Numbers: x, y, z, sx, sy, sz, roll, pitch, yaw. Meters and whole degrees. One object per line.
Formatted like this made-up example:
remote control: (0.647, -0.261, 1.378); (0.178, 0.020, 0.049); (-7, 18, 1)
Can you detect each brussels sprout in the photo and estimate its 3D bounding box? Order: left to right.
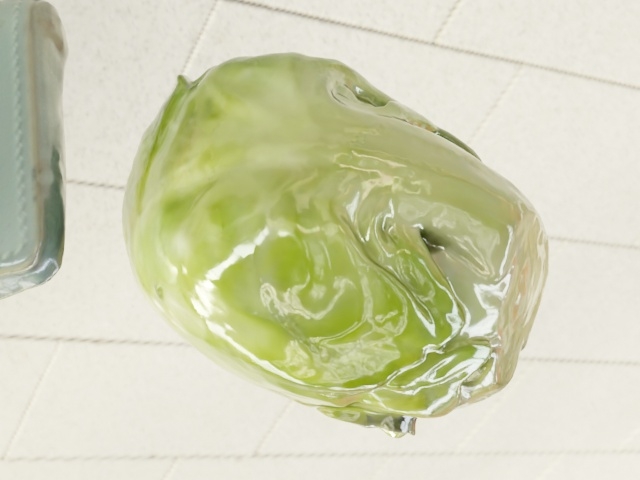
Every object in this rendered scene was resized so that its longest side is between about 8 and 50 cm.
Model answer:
brussels sprout: (0.000, 0.000, 0.856); (0.328, 0.328, 0.247); (20, 90, -41)

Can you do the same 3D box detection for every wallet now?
wallet: (-0.351, -0.035, 0.823); (0.360, 0.252, 0.083); (-12, 157, 7)
